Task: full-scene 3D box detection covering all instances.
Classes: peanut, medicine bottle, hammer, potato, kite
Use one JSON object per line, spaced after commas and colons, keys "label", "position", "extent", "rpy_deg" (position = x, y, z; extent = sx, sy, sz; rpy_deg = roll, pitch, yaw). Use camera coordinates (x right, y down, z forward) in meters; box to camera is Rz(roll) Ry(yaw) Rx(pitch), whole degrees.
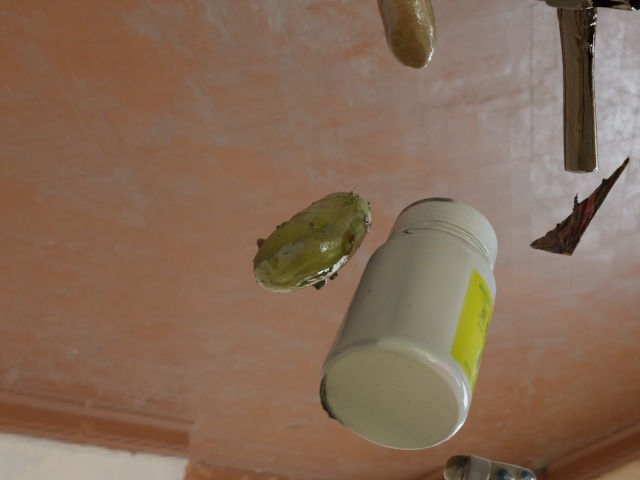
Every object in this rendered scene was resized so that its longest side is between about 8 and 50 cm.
{"label": "peanut", "position": [0.123, -0.317, 1.275], "extent": [0.076, 0.152, 0.076], "rpy_deg": [-12, -179, 0]}
{"label": "medicine bottle", "position": [0.100, 0.074, 0.914], "extent": [0.143, 0.258, 0.143], "rpy_deg": [10, 128, 13]}
{"label": "hammer", "position": [0.424, -0.285, 1.479], "extent": [0.095, 0.242, 0.409], "rpy_deg": [-26, 123, -27]}
{"label": "potato", "position": [0.000, 0.000, 1.008], "extent": [0.105, 0.188, 0.085], "rpy_deg": [-11, 109, 31]}
{"label": "kite", "position": [0.541, -0.044, 1.910], "extent": [0.016, 0.234, 0.321], "rpy_deg": [34, 130, -5]}

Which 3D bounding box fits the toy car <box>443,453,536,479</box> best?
{"label": "toy car", "position": [0.275, 0.517, 1.475], "extent": [0.226, 0.242, 0.336], "rpy_deg": [16, 146, 6]}
